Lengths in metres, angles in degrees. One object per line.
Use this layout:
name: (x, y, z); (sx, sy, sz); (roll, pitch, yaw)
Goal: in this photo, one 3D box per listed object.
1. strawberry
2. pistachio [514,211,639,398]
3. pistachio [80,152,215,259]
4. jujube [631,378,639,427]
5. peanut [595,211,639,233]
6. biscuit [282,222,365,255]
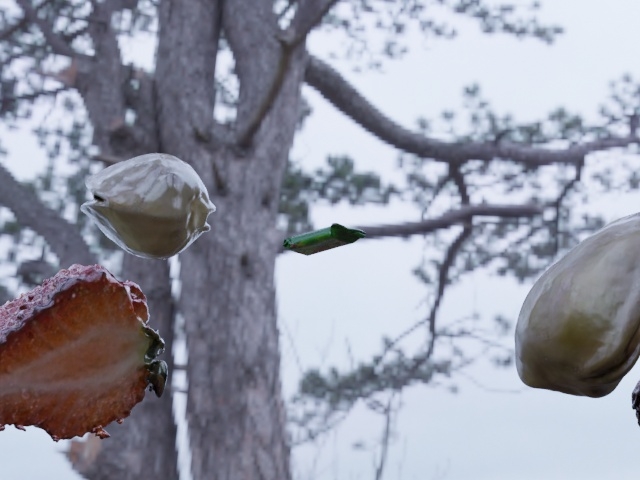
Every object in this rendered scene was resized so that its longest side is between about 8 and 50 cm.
strawberry: (-0.263, 0.102, 1.161); (0.106, 0.175, 0.236); (9, -11, 39)
pistachio: (0.350, 0.079, 1.528); (0.163, 0.260, 0.212); (44, -22, -24)
pistachio: (-0.208, -0.044, 1.433); (0.152, 0.126, 0.223); (10, 1, -23)
jujube: (0.583, 0.265, 1.902); (0.168, 0.168, 0.236); (-11, -13, 42)
peanut: (0.503, 0.004, 1.784); (0.274, 0.111, 0.125); (-25, -50, 9)
biscuit: (0.000, 0.000, 1.270); (0.089, 0.016, 0.046); (-15, -24, 42)
